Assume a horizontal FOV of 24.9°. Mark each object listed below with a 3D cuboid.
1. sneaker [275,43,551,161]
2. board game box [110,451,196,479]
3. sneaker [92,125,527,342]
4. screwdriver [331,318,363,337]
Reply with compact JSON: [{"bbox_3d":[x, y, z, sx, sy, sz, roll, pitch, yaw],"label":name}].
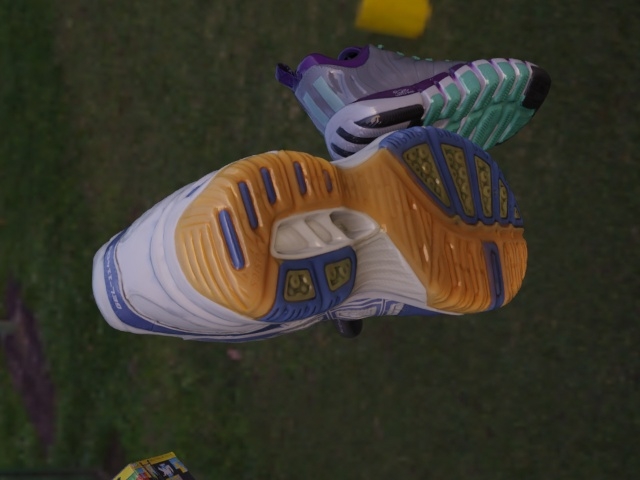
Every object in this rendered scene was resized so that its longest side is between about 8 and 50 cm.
[{"bbox_3d":[0.073,-0.115,1.043,0.098,0.224,0.083,49,129,25],"label":"sneaker"},{"bbox_3d":[-0.198,0.268,1.300,0.170,0.141,0.048,-43,79,5],"label":"board game box"},{"bbox_3d":[0.000,0.000,0.836,0.131,0.296,0.111,-17,77,41],"label":"sneaker"},{"bbox_3d":[0.009,0.027,0.969,0.025,0.024,0.170,49,170,27],"label":"screwdriver"}]
